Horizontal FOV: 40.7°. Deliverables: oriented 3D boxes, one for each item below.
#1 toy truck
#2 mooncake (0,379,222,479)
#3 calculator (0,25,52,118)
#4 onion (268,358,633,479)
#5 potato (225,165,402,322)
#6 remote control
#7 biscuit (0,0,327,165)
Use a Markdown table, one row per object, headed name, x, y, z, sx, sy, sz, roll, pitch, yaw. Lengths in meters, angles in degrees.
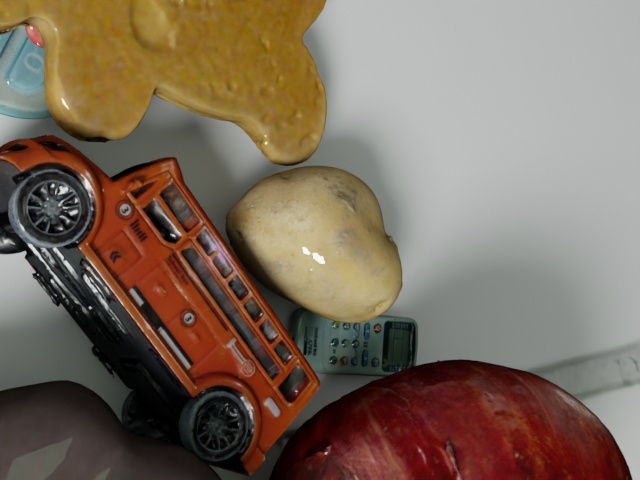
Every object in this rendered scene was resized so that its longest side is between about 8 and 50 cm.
| name | x | y | z | sx | sy | sz | roll | pitch | yaw |
| --- | --- | --- | --- | --- | --- | --- | --- | --- | --- |
| toy truck | -0.113 | 0.032 | 0.566 | 0.114 | 0.107 | 0.253 | -42 | 110 | -30 |
| mooncake | -0.181 | 0.222 | 0.456 | 0.306 | 0.154 | 0.306 | 7 | 73 | -23 |
| calculator | -0.265 | -0.237 | 0.523 | 0.386 | 0.054 | 0.256 | 30 | 70 | -29 |
| onion | 0.090 | 0.219 | 0.600 | 0.276 | 0.276 | 0.276 | 3 | 84 | -33 |
| potato | 0.001 | 0.002 | 0.648 | 0.147 | 0.112 | 0.112 | 38 | 67 | -31 |
| remote control | 0.029 | 0.085 | 0.707 | 0.124 | 0.018 | 0.053 | 9 | 81 | -32 |
| biscuit | -0.127 | -0.169 | 0.573 | 0.339 | 0.047 | 0.216 | 3 | 88 | -42 |
